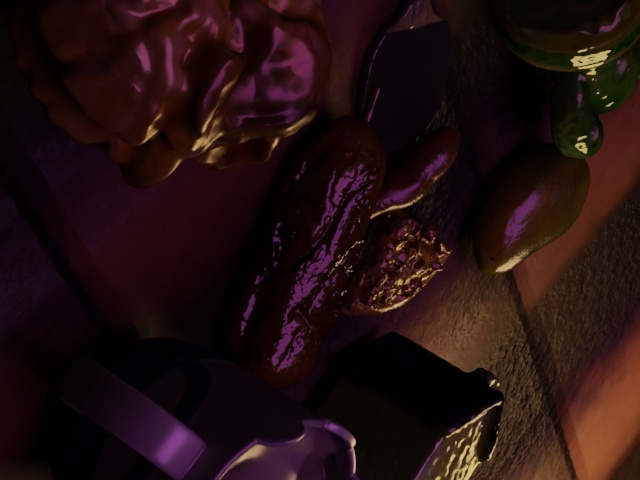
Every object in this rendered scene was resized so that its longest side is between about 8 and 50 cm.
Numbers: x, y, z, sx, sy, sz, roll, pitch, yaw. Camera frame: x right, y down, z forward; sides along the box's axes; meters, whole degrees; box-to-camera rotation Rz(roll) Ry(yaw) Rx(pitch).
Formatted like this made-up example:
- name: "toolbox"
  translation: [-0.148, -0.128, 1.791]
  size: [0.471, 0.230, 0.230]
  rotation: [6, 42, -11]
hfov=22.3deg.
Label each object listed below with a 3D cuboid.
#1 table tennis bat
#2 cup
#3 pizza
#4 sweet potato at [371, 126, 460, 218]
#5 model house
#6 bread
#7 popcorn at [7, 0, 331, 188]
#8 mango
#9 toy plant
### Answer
- name: "table tennis bat"
  translation: [0.098, -0.210, 1.742]
  size: [0.138, 0.022, 0.247]
  rotation: [-20, 128, -42]
- name: "cup"
  translation: [-0.133, 0.205, 1.527]
  size: [0.219, 0.257, 0.290]
  rotation: [-55, 143, -11]
- name: "pizza"
  translation: [0.086, 0.025, 1.853]
  size: [0.175, 0.046, 0.134]
  rotation: [-36, 137, -30]
- name: "sweet potato"
  translation: [0.087, -0.061, 1.801]
  size: [0.195, 0.056, 0.056]
  rotation: [-40, 138, -19]
- name: "model house"
  translation: [0.101, 0.219, 1.869]
  size: [0.211, 0.194, 0.170]
  rotation: [-56, 140, -5]
- name: "bread"
  translation: [-0.002, -0.001, 1.701]
  size: [0.124, 0.084, 0.344]
  rotation: [14, 101, -53]
- name: "popcorn"
  translation: [-0.138, -0.192, 1.323]
  size: [0.265, 0.225, 0.332]
  rotation: [-44, 119, -40]
- name: "mango"
  translation: [0.258, -0.044, 1.985]
  size: [0.191, 0.085, 0.122]
  rotation: [-41, 142, -27]
- name: "toy plant"
  translation: [0.301, -0.241, 1.869]
  size: [0.316, 0.184, 0.224]
  rotation: [58, 45, -64]
